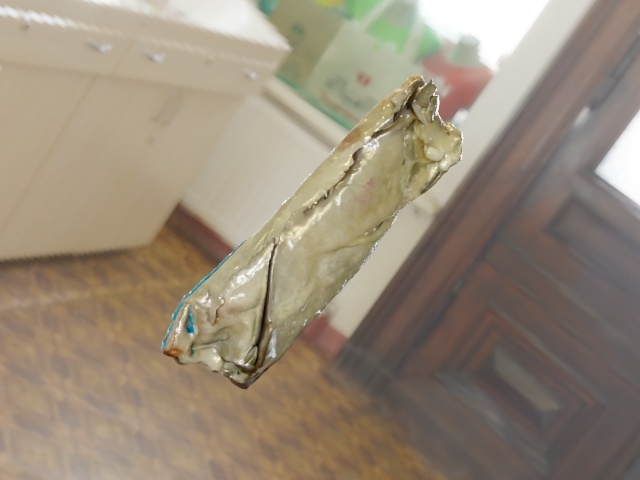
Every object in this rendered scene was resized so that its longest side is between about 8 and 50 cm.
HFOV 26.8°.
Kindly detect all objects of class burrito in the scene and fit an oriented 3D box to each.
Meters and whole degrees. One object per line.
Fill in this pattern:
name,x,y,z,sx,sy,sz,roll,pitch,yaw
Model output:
burrito,-0.001,-0.001,0.612,0.051,0.171,0.042,42,-2,-33
